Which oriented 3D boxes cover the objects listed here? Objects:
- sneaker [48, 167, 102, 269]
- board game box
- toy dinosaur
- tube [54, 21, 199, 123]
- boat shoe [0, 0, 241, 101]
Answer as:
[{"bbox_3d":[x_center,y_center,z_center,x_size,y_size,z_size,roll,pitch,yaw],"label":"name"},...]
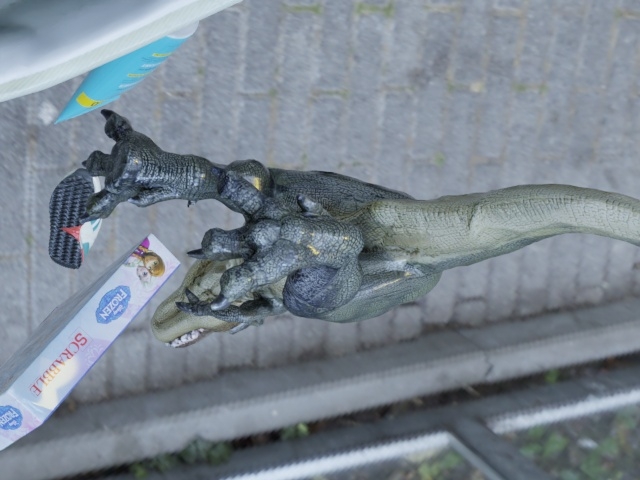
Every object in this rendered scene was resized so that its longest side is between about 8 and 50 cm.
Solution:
[{"bbox_3d":[-0.301,-0.041,1.617,0.057,0.075,0.161,19,132,1],"label":"sneaker"},{"bbox_3d":[-0.370,0.162,1.771,0.066,0.318,0.318,46,50,-10],"label":"board game box"},{"bbox_3d":[0.000,0.000,0.396,0.118,0.268,0.064,15,79,-36],"label":"toy dinosaur"},{"bbox_3d":[-0.180,-0.164,1.195,0.080,0.207,0.052,-23,84,-36],"label":"tube"},{"bbox_3d":[0.022,-0.109,0.267,0.109,0.302,0.094,14,59,-66],"label":"boat shoe"}]
